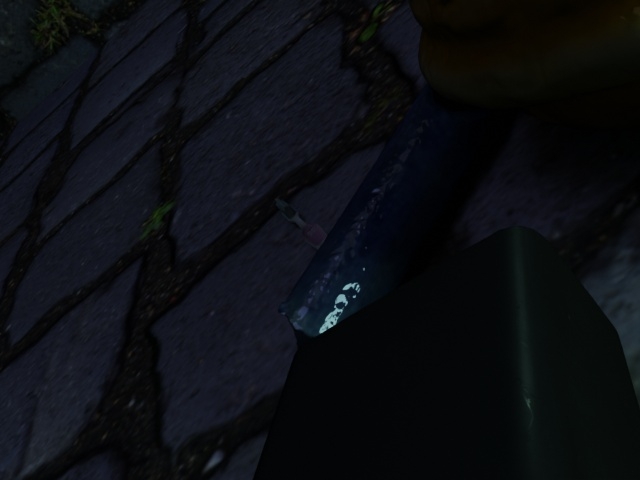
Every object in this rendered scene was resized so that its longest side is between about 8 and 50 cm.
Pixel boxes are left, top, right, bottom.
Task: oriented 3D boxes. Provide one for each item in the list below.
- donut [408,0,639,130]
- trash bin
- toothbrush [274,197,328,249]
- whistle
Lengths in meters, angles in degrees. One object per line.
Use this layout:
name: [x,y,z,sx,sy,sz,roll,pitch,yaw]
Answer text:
donut: [0.231,-0.243,0.644,0.449,0.198,0.449,-38,22,18]
trash bin: [0.050,0.112,0.449,0.165,0.115,0.225,-33,23,25]
toothbrush: [0.000,0.000,0.854,0.017,0.022,0.204,-47,25,0]
whistle: [0.067,-0.044,0.759,0.062,0.062,0.304,-9,42,55]
